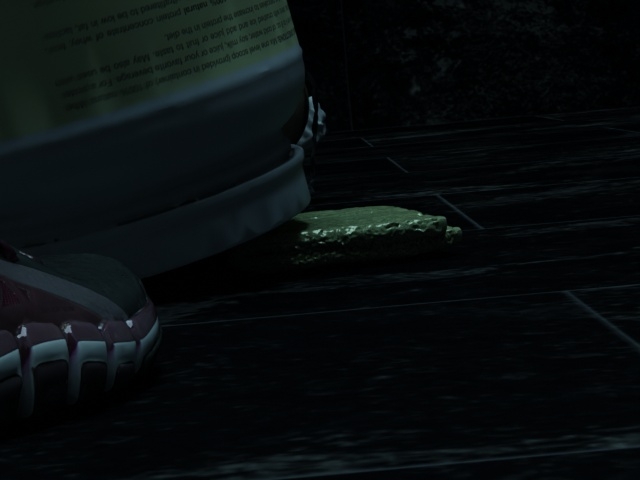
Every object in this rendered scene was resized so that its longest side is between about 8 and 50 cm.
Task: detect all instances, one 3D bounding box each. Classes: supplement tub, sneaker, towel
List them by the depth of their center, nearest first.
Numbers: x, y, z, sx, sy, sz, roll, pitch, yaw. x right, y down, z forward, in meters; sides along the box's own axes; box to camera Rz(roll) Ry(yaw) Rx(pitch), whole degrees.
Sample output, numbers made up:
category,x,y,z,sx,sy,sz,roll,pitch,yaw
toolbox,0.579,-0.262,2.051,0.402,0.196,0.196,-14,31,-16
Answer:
category,x,y,z,sx,sy,sz,roll,pitch,yaw
sneaker,-0.147,-0.013,0.598,0.106,0.162,0.281,-2,6,24
supplement tub,-0.144,-0.149,0.982,0.235,0.325,0.235,-16,11,3
towel,0.000,0.000,1.036,0.148,0.027,0.110,-6,6,-21

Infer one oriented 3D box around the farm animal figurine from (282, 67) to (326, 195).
category,x,y,z,sx,sy,sz,roll,pitch,yaw
farm animal figurine,-0.155,-0.118,1.393,0.326,0.172,0.330,8,10,-1
